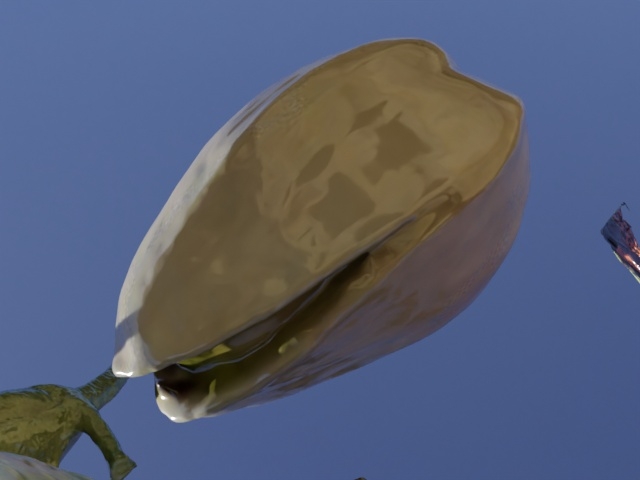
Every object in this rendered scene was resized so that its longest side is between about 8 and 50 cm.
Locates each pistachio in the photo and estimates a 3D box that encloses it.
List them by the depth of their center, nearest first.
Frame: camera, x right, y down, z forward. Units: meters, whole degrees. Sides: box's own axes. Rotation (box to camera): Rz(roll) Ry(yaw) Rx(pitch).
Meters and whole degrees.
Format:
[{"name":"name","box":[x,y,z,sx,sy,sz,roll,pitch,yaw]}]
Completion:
[{"name":"pistachio","box":[0.000,0.000,0.826,0.208,0.332,0.226,54,-177,-21]}]

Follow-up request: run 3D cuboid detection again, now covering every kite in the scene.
[{"name":"kite","box":[0.199,0.024,0.732,0.222,0.008,0.125,50,-173,-33]}]

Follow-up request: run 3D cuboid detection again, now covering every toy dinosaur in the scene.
[{"name":"toy dinosaur","box":[-0.288,0.148,1.110,0.447,0.087,0.301,6,-156,-28]}]

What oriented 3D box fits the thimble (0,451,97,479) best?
[{"name":"thimble","box":[-0.172,0.203,0.609,0.211,0.185,0.149,12,170,33]}]

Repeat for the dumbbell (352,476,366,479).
[{"name":"dumbbell","box":[0.063,0.310,1.066,0.099,0.099,0.208,-3,-120,-26]}]
